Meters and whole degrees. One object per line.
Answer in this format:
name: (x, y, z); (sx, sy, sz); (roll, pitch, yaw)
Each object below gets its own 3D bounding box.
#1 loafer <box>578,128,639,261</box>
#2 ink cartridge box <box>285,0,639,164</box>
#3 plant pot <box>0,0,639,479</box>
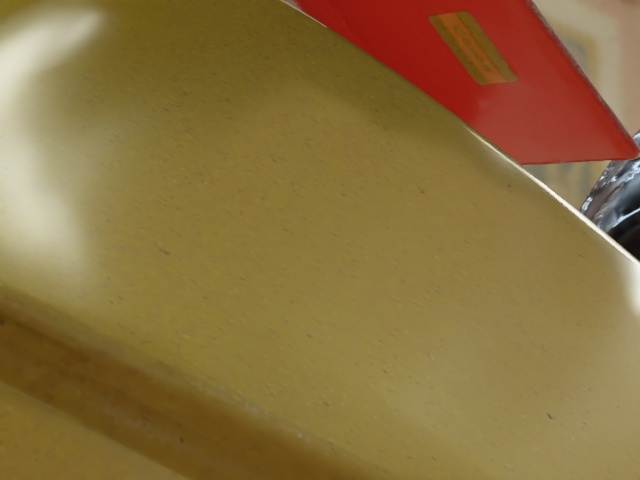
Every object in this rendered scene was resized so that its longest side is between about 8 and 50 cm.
loafer: (0.143, -0.008, 0.770); (0.223, 0.078, 0.076); (-48, -70, -19)
ink cartridge box: (-0.064, -0.116, 0.667); (0.066, 0.261, 0.296); (-46, -69, -18)
plant pot: (-0.024, 0.073, 0.453); (0.187, 0.212, 0.212); (22, -153, 9)
